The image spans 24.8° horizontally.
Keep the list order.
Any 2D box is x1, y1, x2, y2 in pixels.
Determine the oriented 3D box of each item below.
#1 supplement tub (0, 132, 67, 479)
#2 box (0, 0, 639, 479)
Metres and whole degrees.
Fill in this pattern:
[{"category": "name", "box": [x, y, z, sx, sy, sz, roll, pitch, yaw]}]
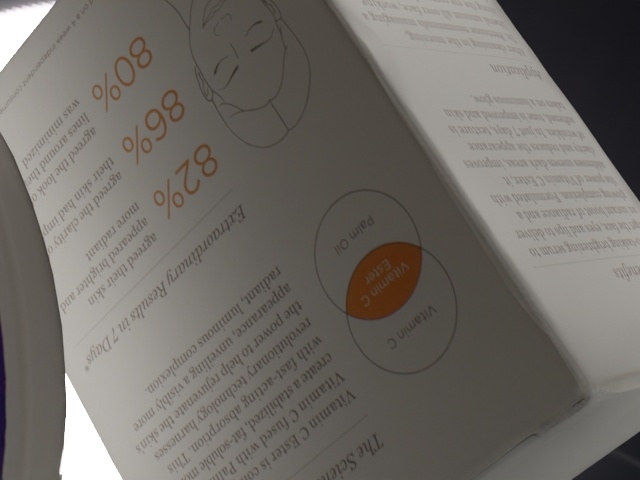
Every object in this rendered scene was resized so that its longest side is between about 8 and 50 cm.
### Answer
[{"category": "supplement tub", "box": [-0.231, 0.031, 0.243, 0.241, 0.241, 0.331, 34, -168, 28]}, {"category": "box", "box": [0.000, 0.000, 0.388, 0.091, 0.130, 0.170, -4, -123, -54]}]
